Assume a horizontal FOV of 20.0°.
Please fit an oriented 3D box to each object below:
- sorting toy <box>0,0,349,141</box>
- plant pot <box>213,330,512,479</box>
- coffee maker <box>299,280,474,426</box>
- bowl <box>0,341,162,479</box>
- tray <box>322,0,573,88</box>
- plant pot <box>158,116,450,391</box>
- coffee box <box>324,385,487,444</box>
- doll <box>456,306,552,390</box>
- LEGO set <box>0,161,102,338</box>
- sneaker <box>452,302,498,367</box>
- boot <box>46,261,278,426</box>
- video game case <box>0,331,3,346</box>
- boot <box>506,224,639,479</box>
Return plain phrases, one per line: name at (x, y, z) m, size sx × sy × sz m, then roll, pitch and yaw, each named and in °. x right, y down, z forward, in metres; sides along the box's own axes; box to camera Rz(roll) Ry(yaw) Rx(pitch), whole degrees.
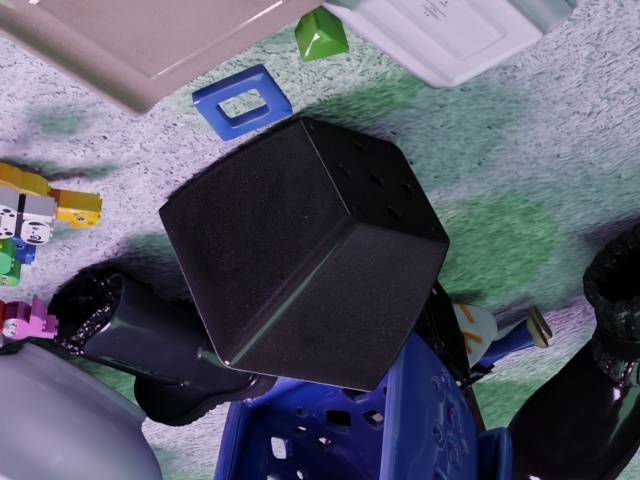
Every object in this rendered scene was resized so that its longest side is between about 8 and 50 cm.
sorting toy at (-0.118, -0.186, 1.316) m, size 0.196 × 0.047 × 0.347 m, roll -31°, pitch 143°, yaw 23°
plant pot at (0.048, 0.252, 1.732) m, size 0.236 × 0.236 × 0.212 m, roll -25°, pitch 130°, yaw 35°
coffee maker at (0.051, 0.127, 1.854) m, size 0.178 × 0.171 × 0.120 m, roll -27°, pitch 118°, yaw 17°
bowl at (-0.263, 0.192, 1.788) m, size 0.134 × 0.298 × 0.298 m, roll -59°, pitch 153°, yaw -12°
tray at (0.089, -0.192, 1.437) m, size 0.145 × 0.030 × 0.270 m, roll -28°, pitch 150°, yaw 21°
plant pot at (0.000, 0.000, 1.602) m, size 0.187 × 0.188 × 0.167 m, roll 14°, pitch 128°, yaw -42°
coffee box at (0.128, 0.328, 2.123) m, size 0.168 × 0.297 × 0.119 m, roll -4°, pitch 147°, yaw -18°
doll at (0.165, 0.142, 2.028) m, size 0.189 × 0.046 × 0.129 m, roll -32°, pitch -177°, yaw 17°
LEGO set at (-0.238, 0.000, 1.557) m, size 0.093 × 0.087 × 0.227 m, roll 7°, pitch 148°, yaw -9°
sneaker at (0.096, 0.128, 1.990) m, size 0.215 × 0.084 × 0.083 m, roll -26°, pitch 174°, yaw 16°
boot at (-0.180, 0.101, 1.781) m, size 0.207 × 0.094 × 0.246 m, roll 24°, pitch 157°, yaw -27°
video game case at (-0.386, 0.102, 1.530) m, size 0.190 × 0.022 × 0.173 m, roll -17°, pitch 170°, yaw 10°
boot at (0.313, 0.129, 1.953) m, size 0.348 × 0.131 × 0.260 m, roll -46°, pitch 157°, yaw -8°
